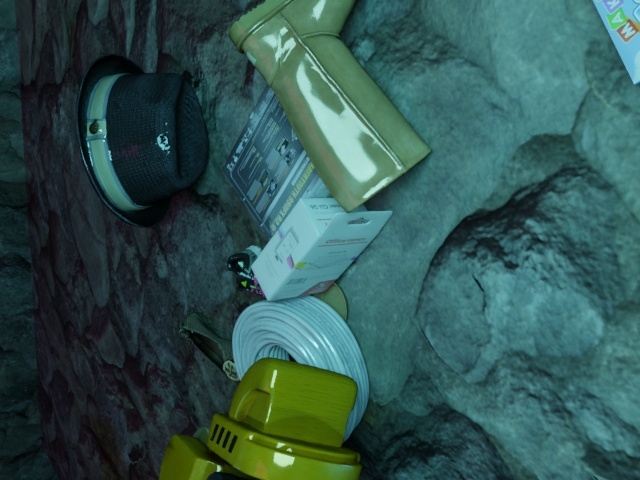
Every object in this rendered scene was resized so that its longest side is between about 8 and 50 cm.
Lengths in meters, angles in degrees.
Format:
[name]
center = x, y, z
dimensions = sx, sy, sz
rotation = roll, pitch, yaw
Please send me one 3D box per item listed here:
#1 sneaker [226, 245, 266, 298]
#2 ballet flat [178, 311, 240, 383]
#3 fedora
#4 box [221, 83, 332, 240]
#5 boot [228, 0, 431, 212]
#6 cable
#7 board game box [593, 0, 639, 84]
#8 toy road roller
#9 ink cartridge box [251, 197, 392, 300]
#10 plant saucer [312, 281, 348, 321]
[sneaker]
center = -0.106, 0.073, 1.127
dimensions = 0.170, 0.075, 0.063
rotation = 45, 133, 35
[ballet flat]
center = -0.223, 0.222, 1.340
dimensions = 0.250, 0.058, 0.084
rotation = 33, 126, 43
[fedora]
center = -0.304, -0.195, 1.216
dimensions = 0.152, 0.334, 0.334
rotation = -9, 94, 18
[box]
center = -0.042, -0.131, 0.970
dimensions = 0.183, 0.056, 0.231
rotation = 53, 127, 28
[boot]
center = 0.049, -0.209, 0.815
dimensions = 0.269, 0.236, 0.089
rotation = 54, -174, 1
[cable]
center = -0.033, 0.208, 1.036
dimensions = 0.257, 0.089, 0.257
rotation = -26, 89, 47
[board game box]
center = 0.314, -0.247, 0.511
dimensions = 0.211, 0.039, 0.160
rotation = -35, 73, 52
[toy road roller]
center = -0.069, 0.284, 0.895
dimensions = 0.329, 0.202, 0.240
rotation = -8, 65, 63
[ink cartridge box]
center = 0.000, 0.000, 0.924
dimensions = 0.198, 0.115, 0.067
rotation = -50, 58, 39
[plant saucer]
center = 0.019, 0.099, 1.021
dimensions = 0.083, 0.015, 0.083
rotation = 20, 116, 48
